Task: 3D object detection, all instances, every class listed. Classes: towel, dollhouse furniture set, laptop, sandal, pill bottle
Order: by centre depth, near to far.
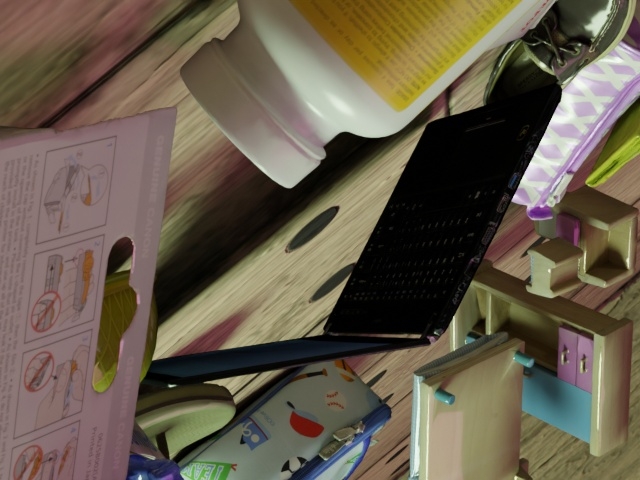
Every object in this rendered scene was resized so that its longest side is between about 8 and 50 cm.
[{"bbox_3d":[0.028,-0.112,0.807,0.184,0.103,0.103,-43,168,8],"label":"pill bottle"},{"bbox_3d":[0.000,0.000,1.143,0.264,0.136,0.234,-63,-167,-9],"label":"laptop"},{"bbox_3d":[-0.181,0.207,1.320,0.303,0.086,0.120,-36,167,-21],"label":"sandal"},{"bbox_3d":[0.270,-0.148,1.372,0.237,0.021,0.102,-60,-178,-23],"label":"towel"},{"bbox_3d":[0.128,0.112,1.751,0.303,0.198,0.286,-23,122,-37],"label":"dollhouse furniture set"}]

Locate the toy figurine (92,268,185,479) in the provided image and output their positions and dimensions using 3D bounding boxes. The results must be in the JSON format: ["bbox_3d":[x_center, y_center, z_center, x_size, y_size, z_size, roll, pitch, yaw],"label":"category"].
[{"bbox_3d":[-0.160,0.152,0.894,0.191,0.217,0.362,-46,166,22],"label":"toy figurine"}]

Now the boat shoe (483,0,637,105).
[{"bbox_3d":[0.161,-0.131,1.246,0.049,0.056,0.152,-37,168,-38],"label":"boat shoe"}]

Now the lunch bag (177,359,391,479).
[{"bbox_3d":[-0.054,0.235,1.749,0.243,0.115,0.303,-35,168,-32],"label":"lunch bag"}]

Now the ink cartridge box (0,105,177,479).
[{"bbox_3d":[-0.156,0.044,0.717,0.232,0.066,0.189,-25,130,-59],"label":"ink cartridge box"}]

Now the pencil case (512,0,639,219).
[{"bbox_3d":[0.187,-0.104,1.339,0.086,0.088,0.206,-2,146,-25],"label":"pencil case"}]

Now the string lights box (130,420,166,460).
[{"bbox_3d":[-0.228,0.195,1.163,0.259,0.077,0.133,-40,168,-2],"label":"string lights box"}]

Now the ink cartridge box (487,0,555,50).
[{"bbox_3d":[0.089,-0.144,0.992,0.122,0.052,0.088,-24,160,-49],"label":"ink cartridge box"}]
